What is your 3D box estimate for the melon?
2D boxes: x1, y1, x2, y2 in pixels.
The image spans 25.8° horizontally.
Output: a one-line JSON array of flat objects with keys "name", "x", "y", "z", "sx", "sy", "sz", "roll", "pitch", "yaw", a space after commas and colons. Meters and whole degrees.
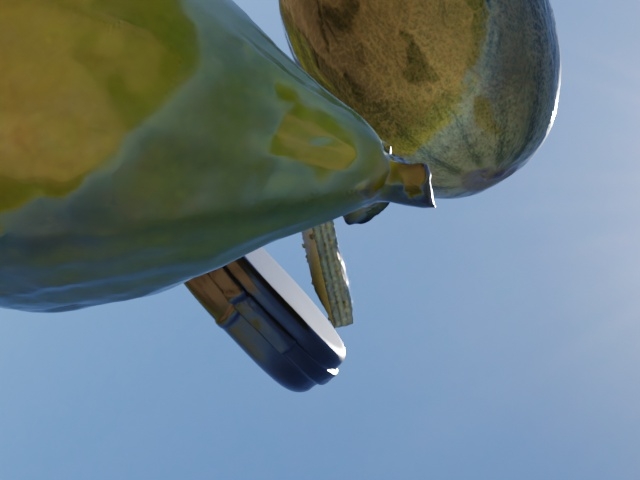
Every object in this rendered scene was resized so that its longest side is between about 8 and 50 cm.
[{"name": "melon", "x": 0.095, "y": -0.197, "z": 1.306, "sx": 0.248, "sy": 0.249, "sz": 0.329, "roll": -38, "pitch": -112, "yaw": 39}]

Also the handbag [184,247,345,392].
[{"name": "handbag", "x": -0.091, "y": 0.077, "z": 1.852, "sx": 0.093, "sy": 0.308, "sz": 0.254, "roll": -41, "pitch": -162, "yaw": 5}]

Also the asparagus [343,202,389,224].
[{"name": "asparagus", "x": 0.042, "y": -0.186, "z": 1.564, "sx": 0.085, "sy": 0.082, "sz": 0.343, "roll": -143, "pitch": -131, "yaw": -80}]

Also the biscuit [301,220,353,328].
[{"name": "biscuit", "x": 0.000, "y": 0.000, "z": 1.760, "sx": 0.041, "sy": 0.199, "sz": 0.121, "roll": -15, "pitch": -153, "yaw": -5}]

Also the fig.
[{"name": "fig", "x": -0.115, "y": -0.082, "z": 0.795, "sx": 0.314, "sy": 0.233, "sz": 0.233, "roll": -17, "pitch": -146, "yaw": 6}]
